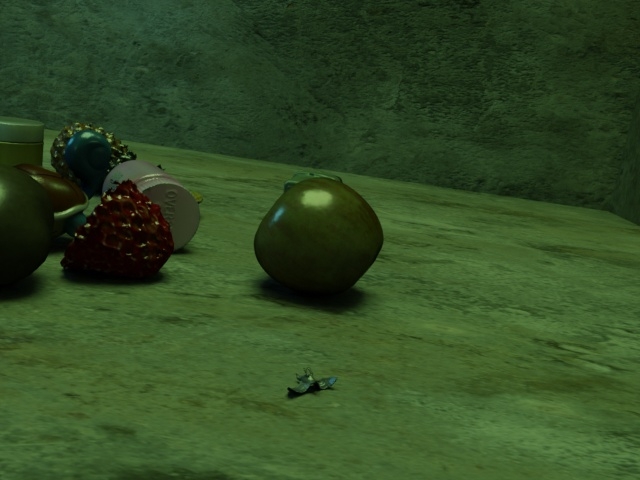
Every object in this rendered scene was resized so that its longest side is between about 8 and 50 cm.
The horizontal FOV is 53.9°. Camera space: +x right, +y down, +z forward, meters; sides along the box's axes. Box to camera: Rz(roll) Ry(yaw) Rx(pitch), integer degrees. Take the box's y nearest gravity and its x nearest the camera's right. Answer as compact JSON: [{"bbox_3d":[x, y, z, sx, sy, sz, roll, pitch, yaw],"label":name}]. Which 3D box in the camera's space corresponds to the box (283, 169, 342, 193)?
[{"bbox_3d":[-0.023,-0.073,1.659,0.148,0.210,0.129,12,21,19],"label":"box"}]

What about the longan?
[{"bbox_3d":[-0.587,-0.027,1.116,0.248,0.248,0.248,8,13,-2],"label":"longan"}]

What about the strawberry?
[{"bbox_3d":[-0.396,0.006,1.274,0.178,0.234,0.234,38,11,-7],"label":"strawberry"}]

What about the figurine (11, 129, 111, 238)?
[{"bbox_3d":[-0.622,-0.072,1.370,0.298,0.242,0.416,29,43,33],"label":"figurine"}]

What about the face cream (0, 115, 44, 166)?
[{"bbox_3d":[-1.036,-0.309,2.088,0.218,0.179,0.218,8,13,-2],"label":"face cream"}]

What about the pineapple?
[{"bbox_3d":[-0.659,-0.235,2.005,0.357,0.222,0.223,22,16,13],"label":"pineapple"}]

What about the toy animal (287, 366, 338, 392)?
[{"bbox_3d":[-0.020,0.199,0.907,0.084,0.028,0.050,0,24,-35],"label":"toy animal"}]

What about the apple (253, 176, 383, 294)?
[{"bbox_3d":[0.000,0.000,1.324,0.234,0.257,0.257,40,18,3],"label":"apple"}]

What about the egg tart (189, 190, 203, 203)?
[{"bbox_3d":[-0.442,-0.113,1.857,0.191,0.074,0.191,7,13,-2],"label":"egg tart"}]

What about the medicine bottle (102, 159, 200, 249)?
[{"bbox_3d":[-0.421,-0.089,1.553,0.178,0.178,0.291,0,17,-31],"label":"medicine bottle"}]
